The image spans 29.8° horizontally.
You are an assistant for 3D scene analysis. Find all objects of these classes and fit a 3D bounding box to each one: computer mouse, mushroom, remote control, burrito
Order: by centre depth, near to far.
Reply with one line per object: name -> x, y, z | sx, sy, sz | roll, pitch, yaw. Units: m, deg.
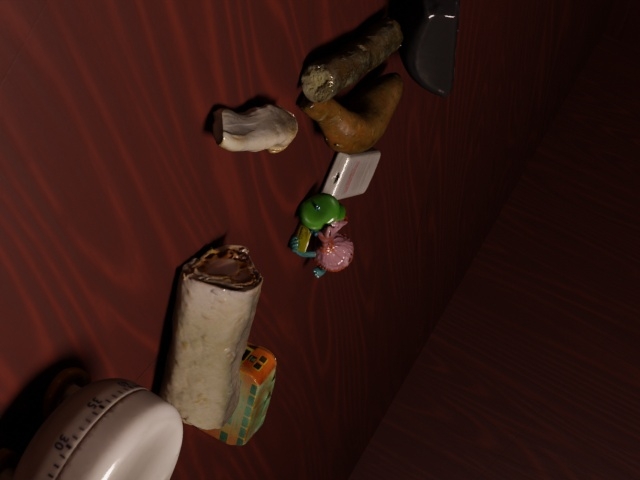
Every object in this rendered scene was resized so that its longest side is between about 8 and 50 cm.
mushroom -> -0.086, -0.138, 1.501 | 0.054, 0.059, 0.202 | -29, 177, 23
burrito -> -0.150, 0.146, 1.668 | 0.143, 0.105, 0.299 | -51, 159, -50
computer mouse -> 0.168, -0.343, 1.870 | 0.269, 0.100, 0.170 | 83, 11, -63
remote control -> 0.053, -0.114, 2.036 | 0.088, 0.029, 0.190 | -67, 164, 15

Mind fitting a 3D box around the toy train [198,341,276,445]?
toy train -> -0.132, 0.235, 1.879 | 0.072, 0.099, 0.188 | -44, 157, -49

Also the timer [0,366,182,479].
timer -> -0.232, 0.280, 1.354 | 0.233, 0.240, 0.233 | -55, 163, -26

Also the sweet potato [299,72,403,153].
sweet potato -> 0.047, -0.186, 1.824 | 0.346, 0.079, 0.108 | -27, 113, -63

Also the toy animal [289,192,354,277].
toy animal -> 0.000, 0.000, 1.980 | 0.103, 0.100, 0.208 | -21, 161, -3

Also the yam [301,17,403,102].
yam -> 0.048, -0.261, 1.727 | 0.253, 0.061, 0.061 | -43, 155, -54
